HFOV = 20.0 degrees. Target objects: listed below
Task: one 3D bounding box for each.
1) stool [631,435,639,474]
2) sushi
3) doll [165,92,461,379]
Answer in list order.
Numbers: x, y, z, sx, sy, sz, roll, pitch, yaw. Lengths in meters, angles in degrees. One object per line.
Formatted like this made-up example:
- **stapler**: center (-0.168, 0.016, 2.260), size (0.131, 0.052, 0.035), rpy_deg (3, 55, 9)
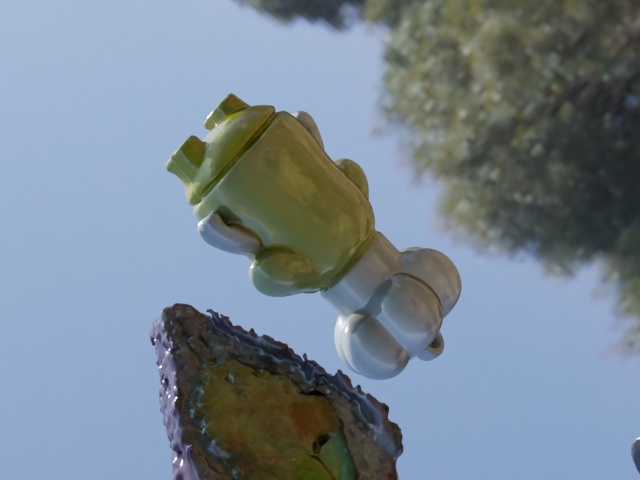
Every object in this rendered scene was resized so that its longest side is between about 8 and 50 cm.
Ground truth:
- **stool**: center (0.463, 0.198, 1.552), size (0.226, 0.310, 0.310), rpy_deg (-27, -107, -24)
- **sushi**: center (-0.059, 0.166, 1.403), size (0.241, 0.107, 0.161), rpy_deg (29, -119, 6)
- **doll**: center (0.000, 0.000, 0.880), size (0.162, 0.062, 0.106), rpy_deg (43, -135, -5)
